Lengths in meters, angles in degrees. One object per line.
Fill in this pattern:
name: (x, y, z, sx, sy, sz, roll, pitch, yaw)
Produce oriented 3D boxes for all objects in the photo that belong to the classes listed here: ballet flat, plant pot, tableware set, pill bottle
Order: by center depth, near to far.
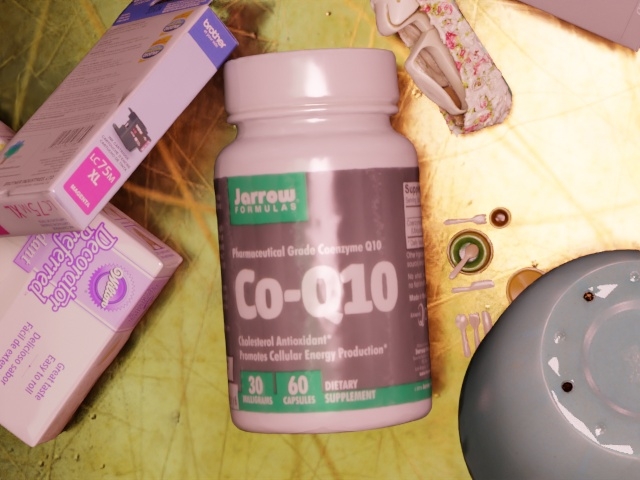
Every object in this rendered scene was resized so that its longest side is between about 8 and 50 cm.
plant pot: (0.282, 0.140, 1.638, 0.293, 0.235, 0.293, 0, 70, 0)
pill bottle: (0.000, 0.000, 1.739, 0.204, 0.204, 0.361, -4, 91, 9)
ballet flat: (0.103, -0.207, 1.756, 0.077, 0.091, 0.241, -40, 96, -27)
tableware set: (0.183, 0.043, 1.803, 0.104, 0.024, 0.154, -8, 90, 8)

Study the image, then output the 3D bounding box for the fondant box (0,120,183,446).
fondant box: (-0.348, 0.019, 1.846, 0.330, 0.096, 0.238, 36, 96, 5)

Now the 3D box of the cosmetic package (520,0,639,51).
cosmetic package: (0.235, -0.297, 1.725, 0.238, 0.107, 0.127, 25, 135, 10)

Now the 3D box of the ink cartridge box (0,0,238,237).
ink cartridge box: (-0.204, -0.132, 1.736, 0.065, 0.186, 0.311, 48, 61, -27)
